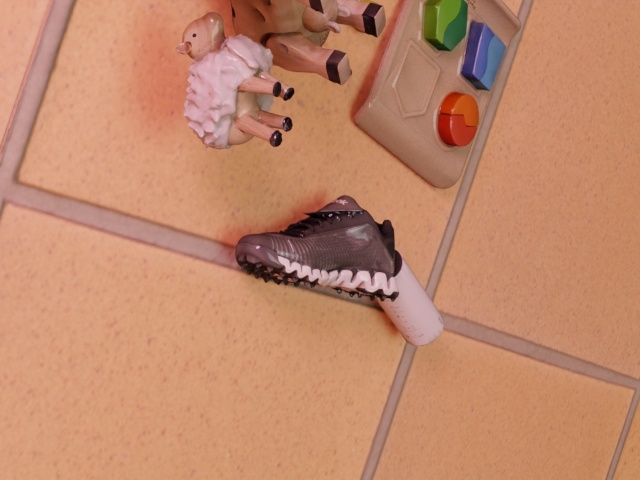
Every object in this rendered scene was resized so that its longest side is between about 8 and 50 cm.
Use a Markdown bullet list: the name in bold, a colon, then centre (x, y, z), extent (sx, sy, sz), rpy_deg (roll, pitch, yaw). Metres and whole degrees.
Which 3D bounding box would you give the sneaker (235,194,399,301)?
- **sneaker**: centre (0.000, 0.000, 1.401), extent (0.234, 0.078, 0.106), rpy_deg (12, 82, -46)

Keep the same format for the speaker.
- **speaker**: centre (0.096, 0.067, 1.549), extent (0.055, 0.055, 0.136), rpy_deg (-56, 138, -18)

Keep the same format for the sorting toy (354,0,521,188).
- **sorting toy**: centre (0.120, -0.211, 1.480), extent (0.307, 0.041, 0.229), rpy_deg (33, 79, -50)

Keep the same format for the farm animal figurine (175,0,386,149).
- **farm animal figurine**: centre (-0.036, -0.287, 1.187), extent (0.330, 0.172, 0.326), rpy_deg (-46, 147, -39)
